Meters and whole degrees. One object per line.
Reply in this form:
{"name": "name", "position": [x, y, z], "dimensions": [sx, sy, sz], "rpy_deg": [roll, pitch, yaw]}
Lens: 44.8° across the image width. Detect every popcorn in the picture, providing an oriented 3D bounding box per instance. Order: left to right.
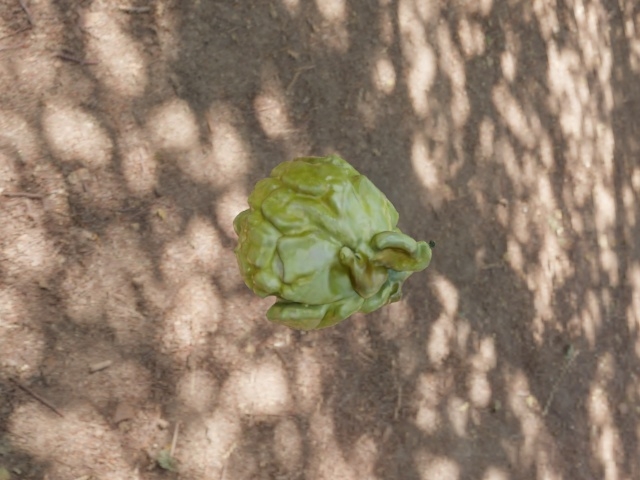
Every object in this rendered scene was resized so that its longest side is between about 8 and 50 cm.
{"name": "popcorn", "position": [0.000, 0.000, 0.627], "dimensions": [0.141, 0.162, 0.136], "rpy_deg": [-17, 105, -27]}
